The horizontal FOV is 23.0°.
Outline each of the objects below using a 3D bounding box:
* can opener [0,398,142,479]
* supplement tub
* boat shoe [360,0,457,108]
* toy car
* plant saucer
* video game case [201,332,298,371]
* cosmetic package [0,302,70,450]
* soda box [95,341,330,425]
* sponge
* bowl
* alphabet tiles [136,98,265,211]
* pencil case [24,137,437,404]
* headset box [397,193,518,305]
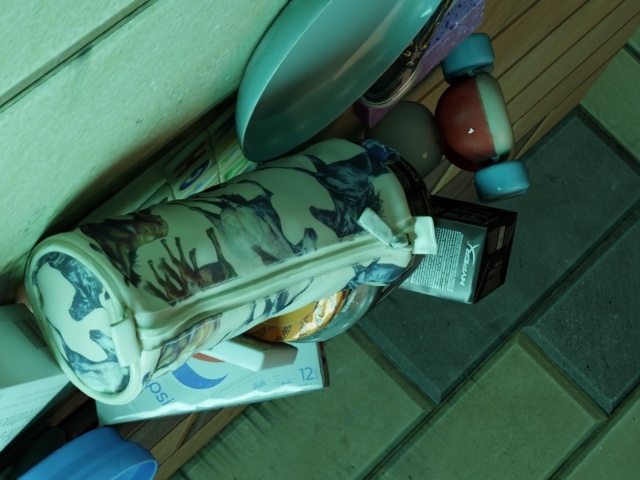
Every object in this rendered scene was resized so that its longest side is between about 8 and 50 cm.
[{"bbox_3d":[-0.313,0.260,2.129,0.283,0.076,0.095,-41,172,-37],"label":"can opener"},{"bbox_3d":[0.000,0.000,1.870,0.207,0.207,0.338,-48,174,21],"label":"supplement tub"},{"bbox_3d":[0.087,-0.228,1.708,0.183,0.065,0.083,-59,165,12],"label":"boat shoe"},{"bbox_3d":[0.146,-0.143,2.177,0.238,0.219,0.210,-15,177,5],"label":"toy car"},{"bbox_3d":[0.025,-0.206,1.522,0.317,0.044,0.317,-43,168,-11],"label":"plant saucer"},{"bbox_3d":[-0.141,0.099,1.753,0.227,0.206,0.026,19,89,-81],"label":"video game case"},{"bbox_3d":[-0.385,0.189,1.320,0.284,0.097,0.377,-43,173,9],"label":"cosmetic package"},{"bbox_3d":[-0.137,0.165,1.968,0.286,0.091,0.098,-10,173,4],"label":"soda box"},{"bbox_3d":[0.126,-0.233,2.008,0.210,0.031,0.117,-45,172,-5],"label":"sponge"},{"bbox_3d":[-0.367,0.378,1.926,0.391,0.077,0.391,-43,170,-10],"label":"bowl"},{"bbox_3d":[-0.070,-0.116,1.671,0.342,0.011,0.285,-44,173,-9],"label":"alphabet tiles"},{"bbox_3d":[-0.083,0.021,1.488,0.183,0.160,0.410,1,-163,45],"label":"pencil case"},{"bbox_3d":[0.100,-0.008,2.138,0.218,0.293,0.110,-20,122,-72],"label":"headset box"}]
